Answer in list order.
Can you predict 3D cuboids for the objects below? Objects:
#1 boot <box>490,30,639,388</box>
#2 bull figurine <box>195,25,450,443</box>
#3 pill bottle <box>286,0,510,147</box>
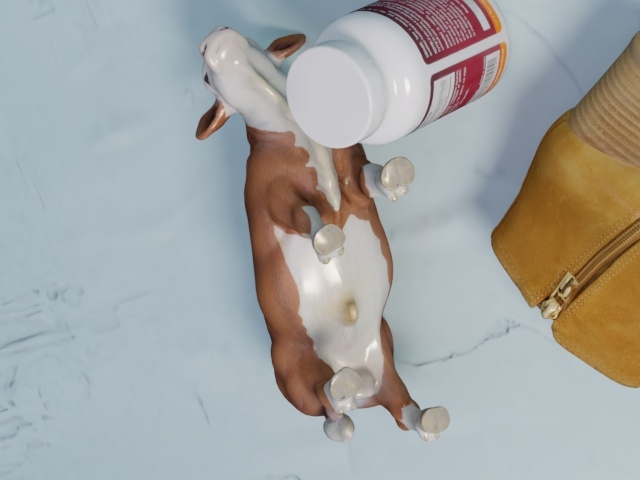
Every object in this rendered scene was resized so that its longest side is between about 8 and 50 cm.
[{"bbox_3d":[0.248,0.030,1.170,0.295,0.104,0.211,44,136,18],"label":"boot"},{"bbox_3d":[0.000,0.000,1.318,0.188,0.101,0.310,-140,32,-63],"label":"bull figurine"},{"bbox_3d":[0.048,-0.111,1.216,0.086,0.152,0.086,15,117,32],"label":"pill bottle"}]
